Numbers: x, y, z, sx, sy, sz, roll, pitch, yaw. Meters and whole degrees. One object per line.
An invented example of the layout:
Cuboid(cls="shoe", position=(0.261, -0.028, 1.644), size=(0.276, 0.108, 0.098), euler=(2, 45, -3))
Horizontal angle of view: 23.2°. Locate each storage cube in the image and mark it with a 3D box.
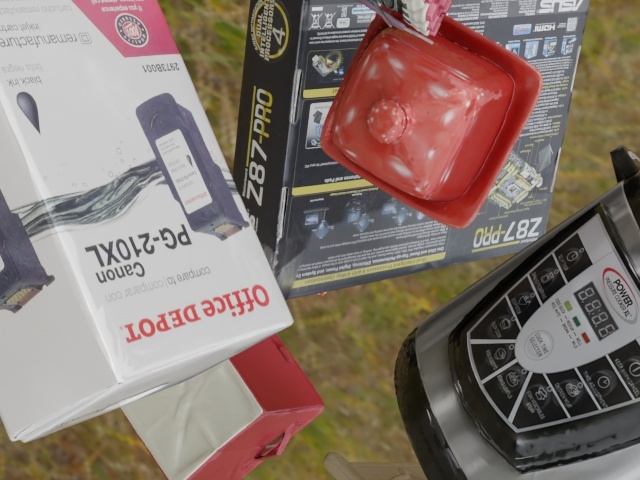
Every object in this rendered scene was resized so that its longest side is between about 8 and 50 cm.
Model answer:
Cuboid(cls="storage cube", position=(-0.144, 0.218, 2.184), size=(0.183, 0.215, 0.193), euler=(-41, 161, 17))

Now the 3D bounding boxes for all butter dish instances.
Cuboid(cls="butter dish", position=(0.073, -0.102, 1.279), size=(0.160, 0.160, 0.118), euler=(-64, 163, 19))

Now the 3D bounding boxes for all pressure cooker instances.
Cuboid(cls="pressure cooker", position=(0.323, 0.123, 1.421), size=(0.420, 0.375, 0.370), euler=(-35, 101, 17))

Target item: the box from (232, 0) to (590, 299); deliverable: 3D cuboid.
Cuboid(cls="box", position=(0.096, -0.122, 1.618), size=(0.395, 0.097, 0.318), euler=(-11, 116, -37))

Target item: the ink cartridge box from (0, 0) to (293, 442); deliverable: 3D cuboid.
Cuboid(cls="ink cartridge box", position=(-0.138, -0.025, 0.905), size=(0.100, 0.237, 0.172), euler=(-27, 174, 34))

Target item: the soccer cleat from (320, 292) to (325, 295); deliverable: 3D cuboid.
Cuboid(cls="soccer cleat", position=(0.000, 0.000, 2.442), size=(0.076, 0.068, 0.196), euler=(-63, 162, -46))

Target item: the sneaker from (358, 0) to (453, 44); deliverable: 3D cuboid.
Cuboid(cls="sneaker", position=(0.052, -0.214, 1.127), size=(0.299, 0.112, 0.121), euler=(-92, -157, -87))

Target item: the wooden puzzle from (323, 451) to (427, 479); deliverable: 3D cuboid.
Cuboid(cls="wooden puzzle", position=(0.203, 0.352, 1.732), size=(0.348, 0.322, 0.080), euler=(12, 108, -37))
